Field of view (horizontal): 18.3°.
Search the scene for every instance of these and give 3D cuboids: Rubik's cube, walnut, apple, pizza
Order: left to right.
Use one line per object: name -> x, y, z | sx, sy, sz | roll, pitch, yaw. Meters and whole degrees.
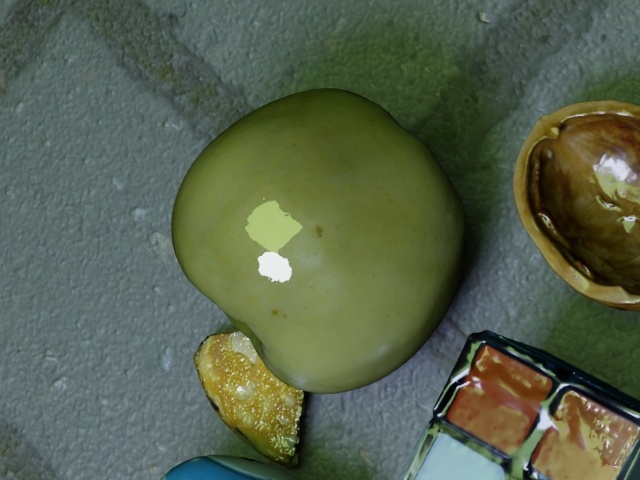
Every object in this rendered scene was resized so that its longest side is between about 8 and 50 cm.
pizza -> -0.057, 0.139, 1.883 | 0.099, 0.036, 0.160 | -48, 64, 9
apple -> 0.000, 0.000, 1.776 | 0.262, 0.262, 0.262 | -6, 77, 24
Rubik's cube -> 0.191, 0.196, 1.679 | 0.183, 0.167, 0.180 | 25, 92, 28
walnut -> 0.269, -0.026, 1.735 | 0.167, 0.087, 0.211 | -41, 60, 5

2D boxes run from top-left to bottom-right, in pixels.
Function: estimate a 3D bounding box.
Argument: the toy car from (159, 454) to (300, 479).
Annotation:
toy car -> -0.041, 0.295, 1.760 | 0.190, 0.188, 0.255 | -32, 64, 7
